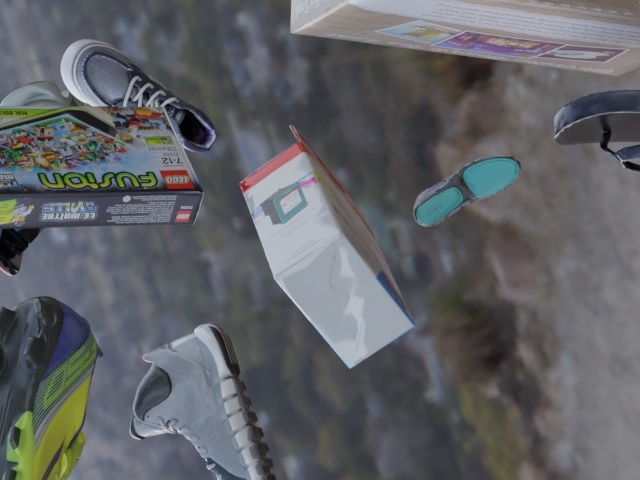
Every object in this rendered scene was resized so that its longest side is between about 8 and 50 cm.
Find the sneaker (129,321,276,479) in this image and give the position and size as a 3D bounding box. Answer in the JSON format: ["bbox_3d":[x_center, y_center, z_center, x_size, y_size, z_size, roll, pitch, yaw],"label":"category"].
[{"bbox_3d":[-0.132,0.213,2.013,0.086,0.132,0.229,49,-158,-76],"label":"sneaker"}]

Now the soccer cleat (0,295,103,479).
[{"bbox_3d":[-0.236,0.183,1.532,0.121,0.093,0.289,45,-135,-43],"label":"soccer cleat"}]

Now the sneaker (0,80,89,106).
[{"bbox_3d":[-0.280,-0.078,2.369,0.330,0.122,0.146,25,-142,-60],"label":"sneaker"}]

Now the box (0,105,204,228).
[{"bbox_3d":[-0.207,-0.059,1.492,0.114,0.207,0.036,62,143,41],"label":"box"}]

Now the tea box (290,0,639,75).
[{"bbox_3d":[0.167,-0.326,1.575,0.220,0.329,0.323,166,107,-69],"label":"tea box"}]

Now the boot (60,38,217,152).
[{"bbox_3d":[-0.186,-0.151,1.976,0.086,0.069,0.190,19,172,36],"label":"boot"}]

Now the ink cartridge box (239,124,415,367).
[{"bbox_3d":[0.000,0.000,1.792,0.134,0.078,0.231,51,-172,-31],"label":"ink cartridge box"}]

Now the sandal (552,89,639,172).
[{"bbox_3d":[0.307,-0.081,1.506,0.097,0.254,0.054,30,-115,-66],"label":"sandal"}]

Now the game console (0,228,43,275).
[{"bbox_3d":[-0.316,-0.055,1.811,0.144,0.085,0.124,45,-173,-15],"label":"game console"}]

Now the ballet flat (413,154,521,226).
[{"bbox_3d":[0.139,-0.054,1.808,0.041,0.114,0.041,58,-169,-17],"label":"ballet flat"}]
